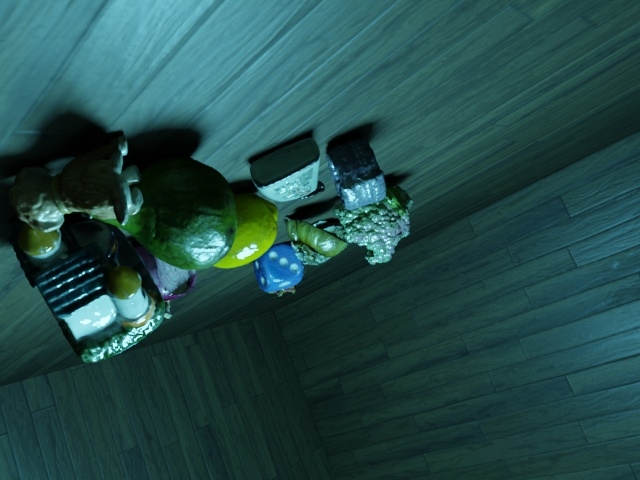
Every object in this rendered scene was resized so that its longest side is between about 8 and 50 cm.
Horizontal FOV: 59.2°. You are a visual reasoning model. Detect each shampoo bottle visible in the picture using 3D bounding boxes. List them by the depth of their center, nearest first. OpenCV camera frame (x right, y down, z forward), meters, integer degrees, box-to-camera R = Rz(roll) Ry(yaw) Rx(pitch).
[{"bbox_3d":[-0.055,-0.138,1.253,0.153,0.071,0.284,-25,172,5],"label":"shampoo bottle"}]

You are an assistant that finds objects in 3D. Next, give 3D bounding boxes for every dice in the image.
[{"bbox_3d":[-0.155,0.099,2.028,0.146,0.146,0.143,-16,166,-26],"label":"dice"}]

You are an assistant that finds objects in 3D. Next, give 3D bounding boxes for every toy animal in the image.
[{"bbox_3d":[-0.357,-0.057,0.802,0.185,0.184,0.104,-12,127,-7],"label":"toy animal"}]

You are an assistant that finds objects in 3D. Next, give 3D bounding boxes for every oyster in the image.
[{"bbox_3d":[0.000,0.000,1.998,0.198,0.112,0.267,-44,159,4],"label":"oyster"}]

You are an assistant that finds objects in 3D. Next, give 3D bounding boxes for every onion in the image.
[{"bbox_3d":[-0.422,0.086,1.395,0.200,0.201,0.207,-28,-160,29],"label":"onion"}]

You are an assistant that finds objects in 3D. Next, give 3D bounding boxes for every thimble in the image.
[{"bbox_3d":[0.078,-0.147,1.251,0.097,0.150,0.150,-20,170,-3],"label":"thimble"}]

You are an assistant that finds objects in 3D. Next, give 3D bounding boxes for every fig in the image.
[{"bbox_3d":[-0.269,-0.039,0.945,0.235,0.203,0.203,-12,166,-45],"label":"fig"}]

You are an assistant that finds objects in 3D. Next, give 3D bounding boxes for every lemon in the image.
[{"bbox_3d":[-0.192,-0.025,1.283,0.207,0.170,0.170,-24,169,3],"label":"lemon"}]

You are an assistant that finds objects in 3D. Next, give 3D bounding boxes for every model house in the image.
[{"bbox_3d":[-0.416,0.033,0.990,0.190,0.271,0.301,-29,156,-20],"label":"model house"}]

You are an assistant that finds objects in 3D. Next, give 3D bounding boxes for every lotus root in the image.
[{"bbox_3d":[-0.024,0.002,1.685,0.183,0.203,0.078,91,23,-82],"label":"lotus root"}]

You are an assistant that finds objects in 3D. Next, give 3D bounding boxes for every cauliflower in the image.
[{"bbox_3d":[0.155,-0.071,1.745,0.256,0.239,0.315,-51,-163,-16],"label":"cauliflower"}]

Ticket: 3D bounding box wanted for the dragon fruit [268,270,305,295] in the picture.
[{"bbox_3d":[-0.145,0.138,2.320,0.137,0.135,0.236,-3,142,-44],"label":"dragon fruit"}]
